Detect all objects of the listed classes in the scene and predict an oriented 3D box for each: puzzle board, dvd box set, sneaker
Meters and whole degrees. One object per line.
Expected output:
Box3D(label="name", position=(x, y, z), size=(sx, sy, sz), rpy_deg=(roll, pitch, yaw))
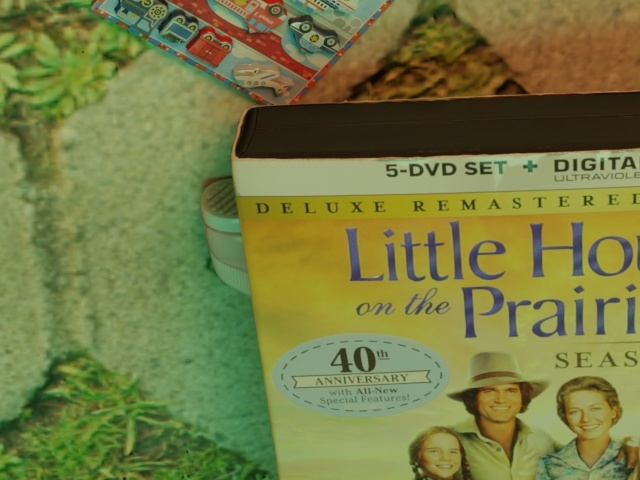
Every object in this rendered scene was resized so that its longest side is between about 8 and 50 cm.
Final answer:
Box3D(label="puzzle board", position=(-0.037, -0.121, 0.827), size=(0.128, 0.011, 0.096), rpy_deg=(26, 124, -33))
Box3D(label="dvd box set", position=(0.127, 0.113, 0.916), size=(0.307, 0.062, 0.420), rpy_deg=(-1, 124, 8))
Box3D(label="sneaker", position=(0.000, 0.000, 0.926), size=(0.134, 0.051, 0.070), rpy_deg=(-1, 130, -1))
